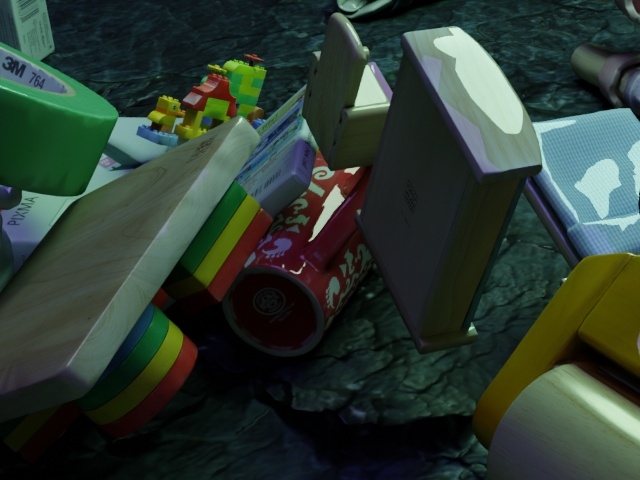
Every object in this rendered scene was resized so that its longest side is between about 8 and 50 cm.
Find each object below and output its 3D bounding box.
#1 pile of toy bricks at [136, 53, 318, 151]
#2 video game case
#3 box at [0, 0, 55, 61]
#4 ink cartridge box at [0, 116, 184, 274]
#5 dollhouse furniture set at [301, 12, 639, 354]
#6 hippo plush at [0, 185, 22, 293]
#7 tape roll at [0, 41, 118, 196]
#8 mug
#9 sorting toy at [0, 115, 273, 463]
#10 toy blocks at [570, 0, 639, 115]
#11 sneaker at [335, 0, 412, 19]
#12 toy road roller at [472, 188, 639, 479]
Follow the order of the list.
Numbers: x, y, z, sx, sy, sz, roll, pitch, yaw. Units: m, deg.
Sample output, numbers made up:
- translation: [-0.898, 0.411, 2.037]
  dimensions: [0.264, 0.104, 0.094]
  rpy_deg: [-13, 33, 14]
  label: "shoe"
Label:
- translation: [-0.085, -0.134, 1.423]
  dimensions: [0.118, 0.105, 0.212]
  rpy_deg: [25, 11, 35]
  label: "pile of toy bricks"
- translation: [-0.080, -0.033, 1.269]
  dimensions: [0.212, 0.023, 0.193]
  rpy_deg: [-40, 19, 23]
  label: "video game case"
- translation: [-0.418, -0.288, 1.807]
  dimensions: [0.137, 0.126, 0.072]
  rpy_deg: [9, 33, 23]
  label: "box"
- translation: [-0.276, -0.043, 1.414]
  dimensions: [0.238, 0.060, 0.275]
  rpy_deg: [2, 30, 10]
  label: "ink cartridge box"
- translation: [0.186, -0.090, 1.098]
  dimensions: [0.303, 0.198, 0.286]
  rpy_deg: [-10, 53, -21]
  label: "dollhouse furniture set"
- translation: [-0.362, -0.030, 1.204]
  dimensions: [0.236, 0.294, 0.234]
  rpy_deg: [9, 53, 9]
  label: "hippo plush"
- translation: [-0.331, -0.138, 1.204]
  dimensions: [0.321, 0.077, 0.321]
  rpy_deg: [25, 8, -4]
  label: "tape roll"
- translation: [-0.009, -0.001, 1.212]
  dimensions: [0.113, 0.150, 0.169]
  rpy_deg: [18, 38, 13]
  label: "mug"
- translation: [-0.161, 0.055, 1.085]
  dimensions: [0.257, 0.089, 0.255]
  rpy_deg: [-20, 30, 48]
  label: "sorting toy"
- translation: [0.425, -0.293, 1.495]
  dimensions: [0.288, 0.309, 0.260]
  rpy_deg: [-13, 23, -13]
  label: "toy blocks"
- translation: [0.052, -0.363, 1.912]
  dimensions: [0.163, 0.086, 0.226]
  rpy_deg: [-25, 36, -37]
  label: "sneaker"
- translation: [0.292, 0.104, 0.968]
  dimensions: [0.329, 0.240, 0.202]
  rpy_deg: [-51, 41, -3]
  label: "toy road roller"
